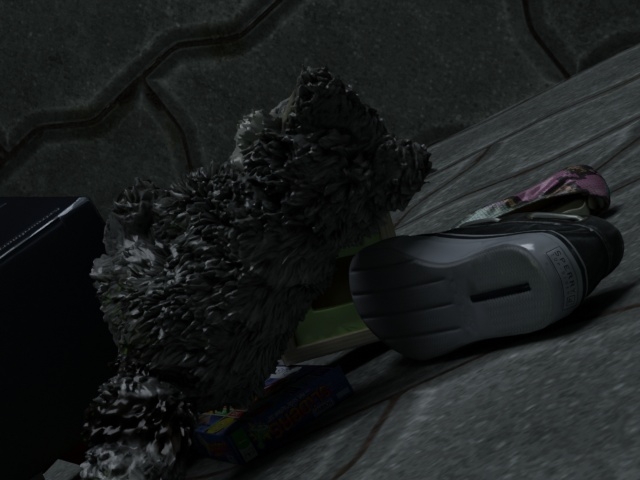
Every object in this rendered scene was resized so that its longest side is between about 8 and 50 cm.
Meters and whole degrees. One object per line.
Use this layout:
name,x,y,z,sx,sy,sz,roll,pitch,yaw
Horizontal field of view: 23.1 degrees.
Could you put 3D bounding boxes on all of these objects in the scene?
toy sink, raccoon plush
toy sink,0.000,0.000,1.695,0.152,0.234,0.131,-14,3,-5
raccoon plush,-0.042,0.057,1.437,0.299,0.216,0.446,-33,44,35

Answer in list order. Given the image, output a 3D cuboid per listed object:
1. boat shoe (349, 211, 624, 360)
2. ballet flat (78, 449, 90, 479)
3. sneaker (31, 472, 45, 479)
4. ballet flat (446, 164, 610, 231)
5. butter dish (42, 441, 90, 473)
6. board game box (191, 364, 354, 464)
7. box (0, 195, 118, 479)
boat shoe,0.155,0.041,1.472,0.119,0.121,0.335,-20,8,-32
ballet flat,-0.213,0.251,1.548,0.077,0.077,0.231,-46,9,-3
sneaker,-0.393,0.312,1.698,0.153,0.101,0.268,-25,9,10
ballet flat,0.220,-0.010,1.728,0.221,0.077,0.079,-28,25,4
butter dish,-0.258,0.210,1.915,0.160,0.118,0.160,-53,-17,-52
board game box,-0.061,0.176,1.613,0.136,0.035,0.201,-32,7,-18
box,-0.373,0.113,1.711,0.293,0.212,0.395,-36,16,-20
